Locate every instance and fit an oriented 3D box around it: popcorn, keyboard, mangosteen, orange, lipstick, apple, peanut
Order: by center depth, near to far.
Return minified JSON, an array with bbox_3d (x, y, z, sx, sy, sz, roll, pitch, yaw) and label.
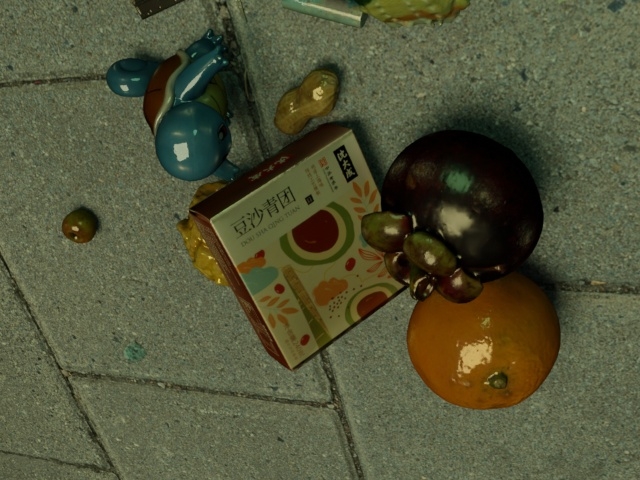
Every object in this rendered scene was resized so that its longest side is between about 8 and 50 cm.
[{"bbox_3d":[0.239,-0.035,1.503,0.307,0.347,0.307,35,159,15],"label":"mangosteen"},{"bbox_3d":[0.008,-0.435,1.513,0.157,0.048,0.048,19,131,13],"label":"lipstick"},{"bbox_3d":[-0.028,-0.275,1.635,0.089,0.089,0.192,48,135,-13],"label":"peanut"},{"bbox_3d":[-0.305,-0.507,1.641,0.202,0.011,0.067,-12,120,33],"label":"keyboard"},{"bbox_3d":[0.333,0.199,1.672,0.312,0.312,0.312,14,130,17],"label":"orange"},{"bbox_3d":[-0.200,-0.027,1.800,0.190,0.250,0.250,-23,113,24],"label":"popcorn"},{"bbox_3d":[-0.628,-0.035,2.126,0.089,0.074,0.090,14,132,16],"label":"apple"}]

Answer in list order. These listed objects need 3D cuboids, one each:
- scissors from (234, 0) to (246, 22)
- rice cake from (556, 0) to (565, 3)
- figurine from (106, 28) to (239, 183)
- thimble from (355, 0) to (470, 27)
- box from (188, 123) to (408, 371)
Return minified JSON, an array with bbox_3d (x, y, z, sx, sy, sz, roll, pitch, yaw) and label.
[{"bbox_3d":[-0.161,-0.466,1.603,0.036,0.006,0.083,-1,124,30],"label":"scissors"},{"bbox_3d":[0.439,-0.419,1.325,0.121,0.021,0.022,-20,109,34],"label":"rice cake"},{"bbox_3d":[-0.262,-0.281,1.635,0.416,0.243,0.298,50,142,43],"label":"figurine"},{"bbox_3d":[0.136,-0.477,1.275,0.167,0.254,0.288,2,126,27],"label":"thimble"},{"bbox_3d":[-0.024,0.014,1.677,0.122,0.344,0.385,25,145,58],"label":"box"}]
